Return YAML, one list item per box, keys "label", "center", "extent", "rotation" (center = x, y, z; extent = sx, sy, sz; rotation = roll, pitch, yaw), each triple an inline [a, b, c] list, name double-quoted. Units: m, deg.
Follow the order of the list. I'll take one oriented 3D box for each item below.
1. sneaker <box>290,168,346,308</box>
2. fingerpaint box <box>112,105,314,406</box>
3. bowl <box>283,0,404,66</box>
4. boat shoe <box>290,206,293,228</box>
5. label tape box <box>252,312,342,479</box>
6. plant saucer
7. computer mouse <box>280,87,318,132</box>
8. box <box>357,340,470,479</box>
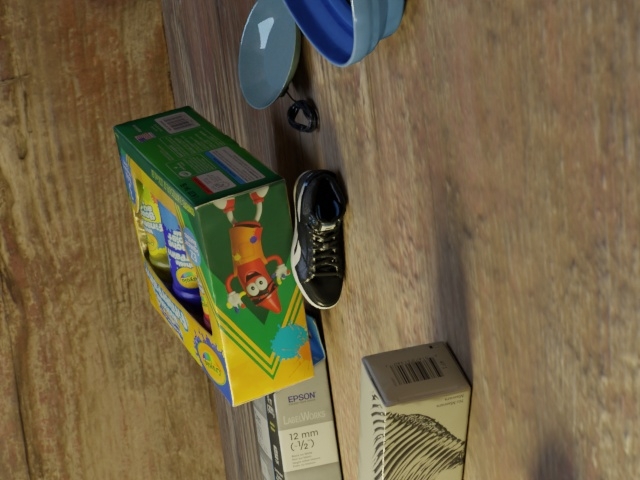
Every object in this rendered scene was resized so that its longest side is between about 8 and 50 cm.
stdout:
- label: "sneaker"
  center: [0.000, 0.000, 1.808]
  extent: [0.121, 0.079, 0.216]
  rotation: [-176, 79, -78]
- label: "fingerpaint box"
  center: [-0.194, 0.013, 2.063]
  extent: [0.445, 0.163, 0.371]
  rotation: [40, 144, 56]
- label: "bowl"
  center: [-0.014, -0.399, 1.407]
  extent: [0.391, 0.077, 0.391]
  rotation: [62, 170, 19]
- label: "boat shoe"
  center: [-0.086, 0.003, 2.181]
  extent: [0.089, 0.109, 0.258]
  rotation: [-110, 0, -64]
- label: "label tape box"
  center: [-0.055, 0.306, 2.188]
  extent: [0.249, 0.115, 0.347]
  rotation: [-165, 65, -76]
- label: "plant saucer"
  center: [-0.074, -0.307, 1.937]
  extent: [0.195, 0.037, 0.194]
  rotation: [-12, 76, 58]
- label: "computer mouse"
  center: [-0.046, -0.250, 1.959]
  extent: [0.071, 0.041, 0.242]
  rotation: [-63, 36, 31]
- label: "box"
  center: [0.109, 0.261, 1.447]
  extent: [0.094, 0.113, 0.275]
  rotation: [-118, 21, -52]
